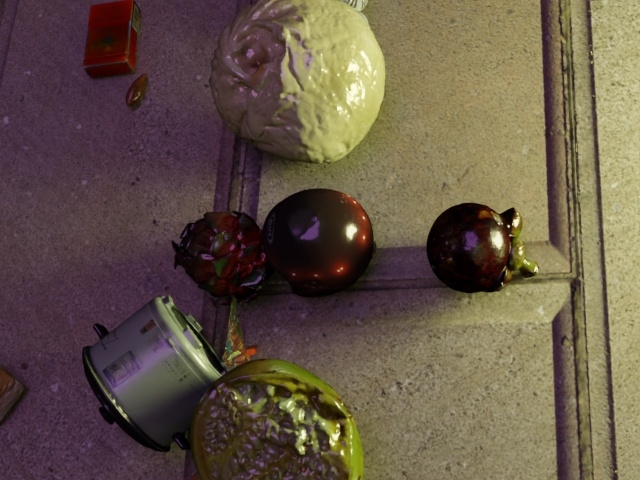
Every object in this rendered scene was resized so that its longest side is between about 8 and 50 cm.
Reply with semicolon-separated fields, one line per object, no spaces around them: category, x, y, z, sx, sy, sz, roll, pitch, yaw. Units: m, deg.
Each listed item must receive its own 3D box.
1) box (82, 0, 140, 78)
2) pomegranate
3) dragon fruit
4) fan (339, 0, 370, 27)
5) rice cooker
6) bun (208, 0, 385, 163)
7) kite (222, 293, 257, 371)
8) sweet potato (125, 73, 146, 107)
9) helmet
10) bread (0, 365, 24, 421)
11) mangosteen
box;-0.472;-0.458;2.172;0.112;0.048;0.175;-4;66;13
pomegranate;-0.096;0.365;1.607;0.358;0.216;0.310;-35;89;12
dragon fruit;-0.177;0.027;1.809;0.188;0.182;0.182;39;80;-12
fan;0.058;-0.469;1.971;0.074;0.130;0.244;-22;83;38
rice cooker;-0.297;0.244;1.708;0.227;0.241;0.280;-39;80;-3
bun;-0.059;-0.316;1.852;0.348;0.227;0.353;-18;80;23
kite;-0.143;0.212;1.717;0.009;0.189;0.232;-11;90;15
sweet potato;-0.406;-0.329;2.107;0.034;0.034;0.095;13;61;21
helmet;0.000;0.000;1.769;0.215;0.193;0.189;14;66;-24
bread;-0.662;0.290;1.885;0.125;0.082;0.106;33;86;29
mangosteen;0.279;0.010;1.697;0.184;0.172;0.172;-20;60;-22
